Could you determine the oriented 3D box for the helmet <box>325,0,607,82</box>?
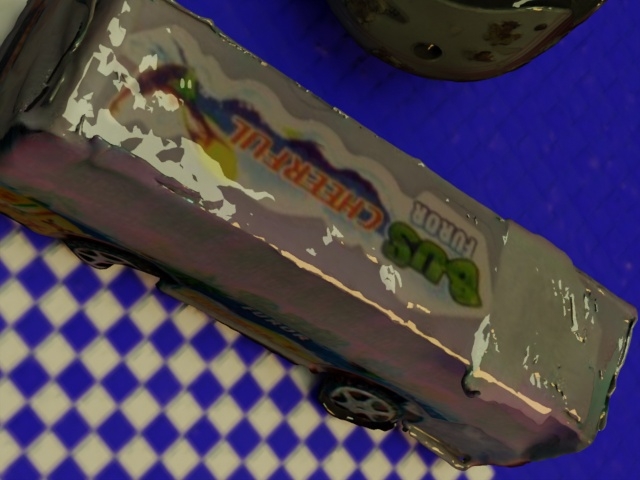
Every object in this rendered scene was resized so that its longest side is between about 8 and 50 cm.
[{"bbox_3d":[0.065,-0.144,0.733,0.153,0.107,0.177,42,43,7],"label":"helmet"}]

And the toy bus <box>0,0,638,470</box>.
[{"bbox_3d":[0.000,0.000,0.663,0.317,0.138,0.112,30,72,-24],"label":"toy bus"}]
